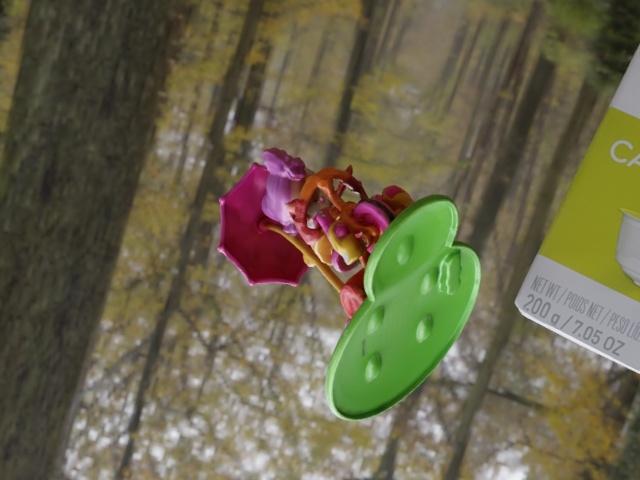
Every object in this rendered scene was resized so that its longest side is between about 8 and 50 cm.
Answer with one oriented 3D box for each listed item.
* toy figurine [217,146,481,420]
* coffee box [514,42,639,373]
[{"bbox_3d":[0.000,0.000,0.742,0.130,0.173,0.159,-35,-124,-26],"label":"toy figurine"},{"bbox_3d":[0.385,-0.029,0.952,0.337,0.334,0.338,27,-174,13],"label":"coffee box"}]
